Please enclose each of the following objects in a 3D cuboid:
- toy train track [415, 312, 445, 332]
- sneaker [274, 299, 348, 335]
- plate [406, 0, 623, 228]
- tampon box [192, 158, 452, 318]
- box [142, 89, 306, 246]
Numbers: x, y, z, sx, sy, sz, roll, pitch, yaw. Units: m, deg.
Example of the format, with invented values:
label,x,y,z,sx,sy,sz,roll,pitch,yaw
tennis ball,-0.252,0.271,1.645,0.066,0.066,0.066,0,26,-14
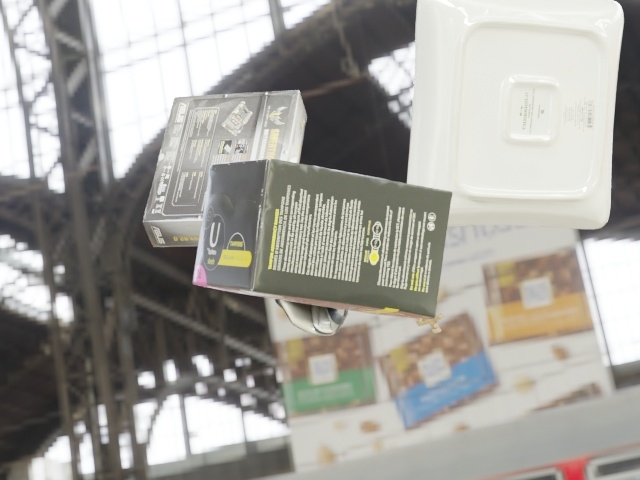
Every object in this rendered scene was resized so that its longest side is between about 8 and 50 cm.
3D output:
label,x,y,z,sx,sy,sz,roll,pitch,yaw
toy train track,0.148,0.106,2.073,0.048,0.014,0.083,-22,-63,34
sneaker,0.039,0.041,1.711,0.226,0.163,0.086,0,-51,-21
plate,0.237,-0.151,1.660,0.278,0.277,0.045,1,5,-23
tampon box,0.000,0.000,1.115,0.161,0.101,0.120,9,-4,-25
box,-0.124,-0.098,1.902,0.183,0.231,0.056,-2,-39,12
